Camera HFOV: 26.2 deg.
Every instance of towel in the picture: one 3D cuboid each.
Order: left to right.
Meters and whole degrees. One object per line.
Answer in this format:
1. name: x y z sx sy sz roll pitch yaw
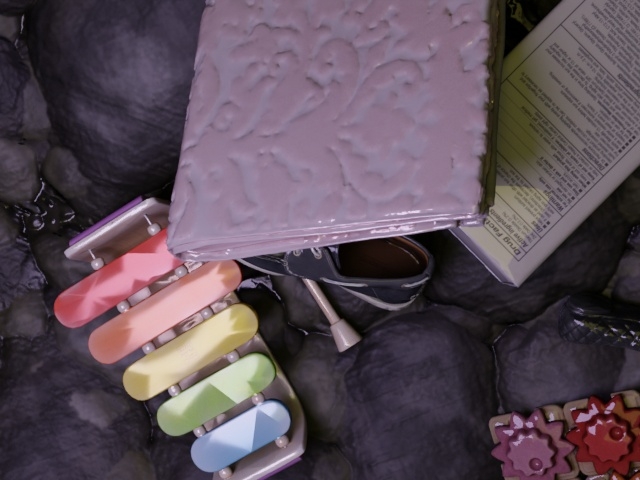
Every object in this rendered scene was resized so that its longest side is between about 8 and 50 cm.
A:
1. towel: 0.017 -0.147 1.260 0.316 0.053 0.332 -5 64 26

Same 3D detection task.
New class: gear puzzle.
1. gear puzzle: 0.340 0.226 1.349 0.338 0.044 0.176 -15 96 21

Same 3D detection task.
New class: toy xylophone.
1. toy xylophone: -0.110 0.089 1.415 0.236 0.081 0.323 -39 91 13

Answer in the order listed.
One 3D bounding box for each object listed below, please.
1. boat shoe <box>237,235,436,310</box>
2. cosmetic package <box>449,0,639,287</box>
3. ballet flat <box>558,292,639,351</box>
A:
1. boat shoe: 0.000 0.000 1.357 0.233 0.079 0.084 19 72 -7
2. cosmetic package: 0.229 -0.120 1.275 0.309 0.113 0.160 -44 90 0
3. ballet flat: 0.321 0.095 1.361 0.173 0.057 0.049 17 128 15
